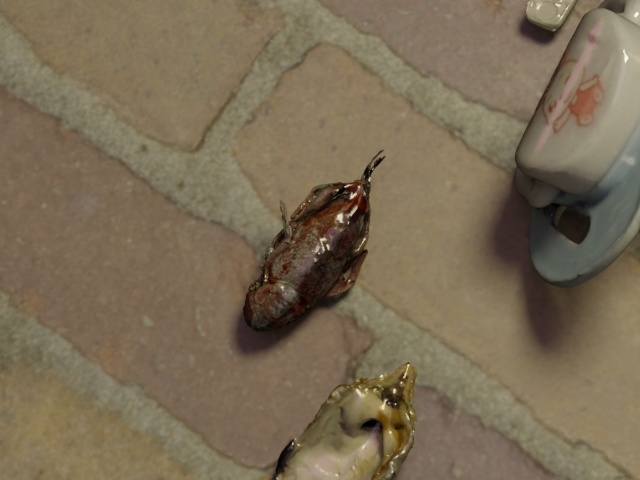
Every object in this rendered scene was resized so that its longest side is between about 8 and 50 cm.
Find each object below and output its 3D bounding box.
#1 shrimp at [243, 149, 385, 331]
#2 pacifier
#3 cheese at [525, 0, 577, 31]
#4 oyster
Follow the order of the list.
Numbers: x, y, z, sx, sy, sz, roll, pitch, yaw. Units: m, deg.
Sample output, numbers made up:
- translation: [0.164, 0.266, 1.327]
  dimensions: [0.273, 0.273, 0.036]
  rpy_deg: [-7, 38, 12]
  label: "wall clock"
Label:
- translation: [0.000, 0.000, 1.387]
  dimensions: [0.073, 0.075, 0.190]
  rpy_deg: [27, 84, 51]
  label: "shrimp"
- translation: [0.280, -0.079, 1.318]
  dimensions: [0.225, 0.238, 0.287]
  rpy_deg: [26, 95, -14]
  label: "pacifier"
- translation: [0.257, -0.295, 1.445]
  dimensions: [0.127, 0.054, 0.252]
  rpy_deg: [26, 79, 21]
  label: "cheese"
- translation: [0.021, 0.173, 1.332]
  dimensions: [0.121, 0.045, 0.146]
  rpy_deg: [-3, 78, 7]
  label: "oyster"
